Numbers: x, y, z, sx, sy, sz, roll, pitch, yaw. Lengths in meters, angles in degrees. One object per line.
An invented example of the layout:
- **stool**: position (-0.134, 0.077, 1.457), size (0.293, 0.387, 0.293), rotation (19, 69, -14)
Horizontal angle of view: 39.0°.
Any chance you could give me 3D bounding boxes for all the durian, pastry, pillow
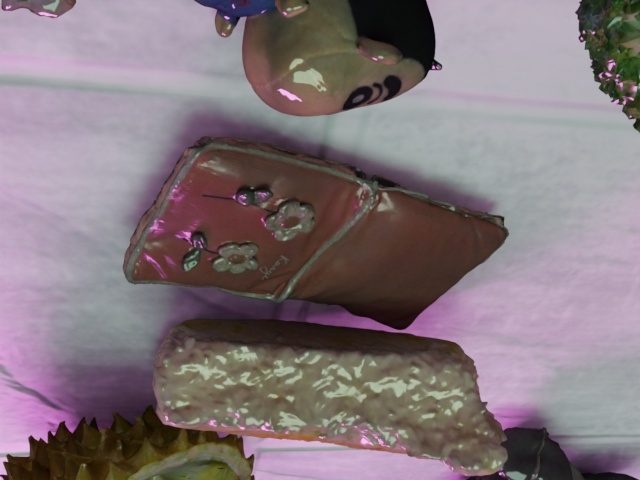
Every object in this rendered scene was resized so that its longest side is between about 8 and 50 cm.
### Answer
- **durian**: position (-0.138, 0.221, 0.710), size (0.172, 0.167, 0.306), rotation (-15, 153, 10)
- **pastry**: position (0.006, 0.105, 0.629), size (0.258, 0.121, 0.089), rotation (5, 101, -1)
- **pillow**: position (0.000, 0.000, 0.579), size (0.232, 0.043, 0.126), rotation (13, 137, -28)

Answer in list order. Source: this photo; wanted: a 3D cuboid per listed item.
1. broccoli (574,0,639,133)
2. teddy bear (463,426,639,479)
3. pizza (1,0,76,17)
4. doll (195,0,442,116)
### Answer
- **broccoli**: position (0.215, -0.133, 0.310), size (0.269, 0.270, 0.270), rotation (0, 111, -1)
- **teddy bear**: position (0.215, 0.283, 0.877), size (0.251, 0.144, 0.171), rotation (24, 143, -29)
- **pizza**: position (-0.215, -0.267, 0.190), size (0.391, 0.080, 0.435), rotation (11, 128, -15)
- **doll**: position (-0.019, -0.107, 0.427), size (0.179, 0.102, 0.089), rotation (13, 95, -24)
